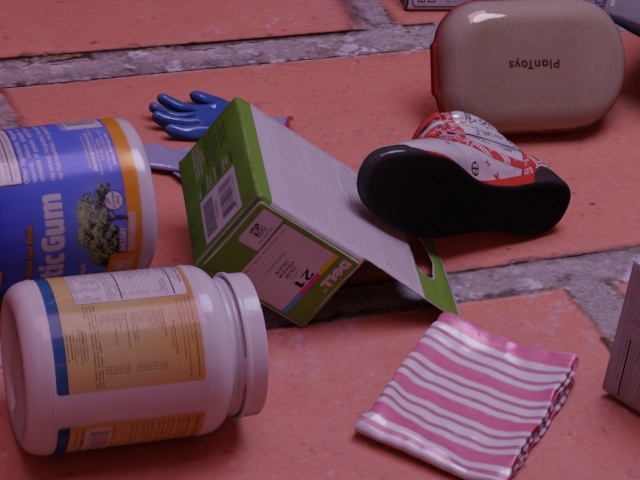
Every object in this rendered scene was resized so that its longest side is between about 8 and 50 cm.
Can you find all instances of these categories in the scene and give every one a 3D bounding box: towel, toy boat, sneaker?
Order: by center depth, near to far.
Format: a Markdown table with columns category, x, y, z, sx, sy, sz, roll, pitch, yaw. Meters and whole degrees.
| category | x | y | z | sx | sy | sz | roll | pitch | yaw |
| --- | --- | --- | --- | --- | --- | --- | --- | --- | --- |
| towel | 0.132 | 0.136 | 1.559 | 0.144 | 0.029 | 0.197 | 19 | 35 | 19 |
| sneaker | 0.113 | -0.073 | 1.783 | 0.270 | 0.090 | 0.145 | 5 | 27 | -38 |
| toy boat | 0.225 | -0.197 | 2.013 | 0.231 | 0.151 | 0.151 | -3 | 5 | -15 |

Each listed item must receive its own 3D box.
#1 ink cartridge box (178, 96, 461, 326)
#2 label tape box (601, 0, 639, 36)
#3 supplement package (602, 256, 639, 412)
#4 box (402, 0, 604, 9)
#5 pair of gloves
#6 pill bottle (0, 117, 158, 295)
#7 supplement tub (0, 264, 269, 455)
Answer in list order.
| category | x | y | z | sx | sy | sz | roll | pitch | yaw |
| --- | --- | --- | --- | --- | --- | --- | --- | --- | --- |
| ink cartridge box | 0.000 | 0.000 | 1.699 | 0.255 | 0.097 | 0.189 | 32 | 23 | -27 |
| label tape box | 0.521 | -0.235 | 2.038 | 0.333 | 0.106 | 0.240 | 24 | 8 | 25 |
| supplement package | 0.397 | 0.090 | 1.566 | 0.194 | 0.149 | 0.203 | -25 | 44 | -39 |
| box | 0.233 | -0.372 | 2.299 | 0.290 | 0.087 | 0.169 | -1 | 34 | -12 |
| pair of gloves | -0.113 | -0.105 | 1.889 | 0.159 | 0.023 | 0.198 | 8 | 32 | 2 |
| pill bottle | -0.298 | -0.024 | 1.612 | 0.272 | 0.152 | 0.152 | -9 | 36 | -21 |
| supplement tub | -0.155 | 0.096 | 1.462 | 0.199 | 0.144 | 0.144 | -5 | 35 | -19 |
